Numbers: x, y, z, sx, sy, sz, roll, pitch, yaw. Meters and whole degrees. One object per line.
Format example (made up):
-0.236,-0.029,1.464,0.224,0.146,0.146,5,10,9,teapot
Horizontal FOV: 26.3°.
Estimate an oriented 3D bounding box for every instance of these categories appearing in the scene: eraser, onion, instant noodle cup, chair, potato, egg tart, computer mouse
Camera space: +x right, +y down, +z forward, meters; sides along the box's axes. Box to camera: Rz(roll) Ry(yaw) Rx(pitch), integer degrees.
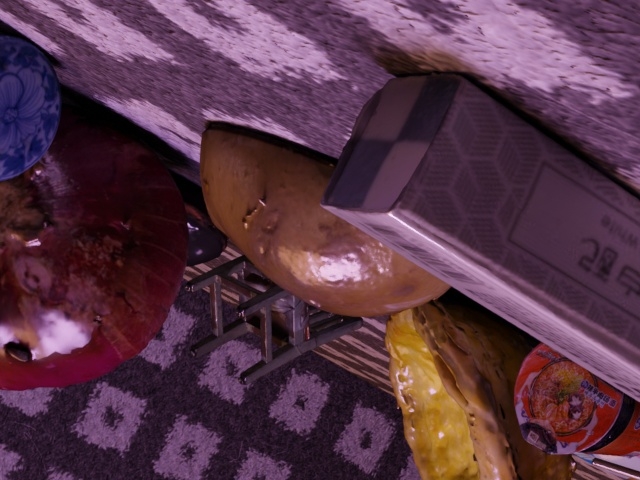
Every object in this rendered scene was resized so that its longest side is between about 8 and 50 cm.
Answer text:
0.193,0.036,0.866,0.404,0.096,0.098,30,171,-26,eraser
-0.309,0.022,1.600,0.347,0.348,0.385,25,170,17,onion
0.282,0.165,1.378,0.127,0.127,0.135,20,177,45,instant noodle cup
-0.068,0.099,2.155,0.270,0.147,0.136,-24,-146,-38,chair
0.000,0.000,1.263,0.299,0.116,0.239,24,176,36,potato
0.180,0.196,1.534,0.345,0.132,0.345,160,90,-79,egg tart
-0.254,-0.044,1.817,0.323,0.116,0.183,21,165,44,computer mouse

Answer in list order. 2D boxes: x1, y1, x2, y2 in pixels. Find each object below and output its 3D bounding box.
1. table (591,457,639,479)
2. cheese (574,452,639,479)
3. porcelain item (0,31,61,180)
0.406,0.269,1.589,0.111,0.122,0.240,22,170,34,table
0.351,0.241,1.776,0.286,0.074,0.189,33,169,-32,cheese
-0.338,-0.136,1.343,0.114,0.147,0.147,22,171,38,porcelain item
